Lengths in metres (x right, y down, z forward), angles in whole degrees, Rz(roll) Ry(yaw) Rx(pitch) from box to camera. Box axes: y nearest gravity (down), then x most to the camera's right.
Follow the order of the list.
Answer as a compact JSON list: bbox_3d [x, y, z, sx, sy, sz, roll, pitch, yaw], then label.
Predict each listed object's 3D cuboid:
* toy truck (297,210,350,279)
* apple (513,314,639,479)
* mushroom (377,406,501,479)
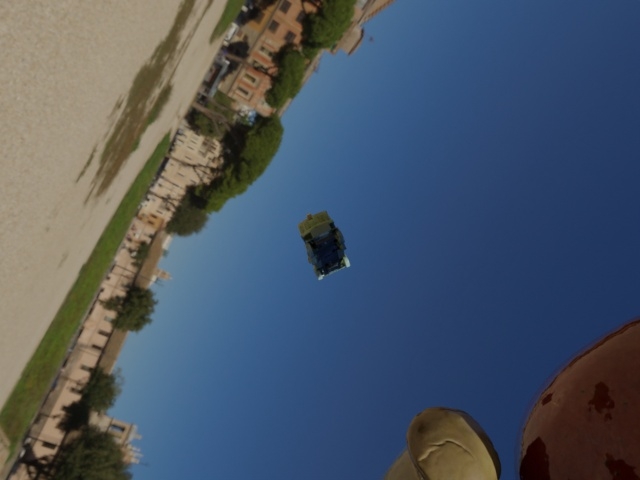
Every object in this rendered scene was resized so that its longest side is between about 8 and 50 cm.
[{"bbox_3d":[0.000,0.000,1.141,0.085,0.191,0.116,-25,-116,-3],"label":"toy truck"},{"bbox_3d":[0.455,0.274,0.656,0.365,0.329,0.295,-53,-167,-8],"label":"apple"},{"bbox_3d":[0.144,0.407,0.788,0.154,0.138,0.407,-45,155,-41],"label":"mushroom"}]
